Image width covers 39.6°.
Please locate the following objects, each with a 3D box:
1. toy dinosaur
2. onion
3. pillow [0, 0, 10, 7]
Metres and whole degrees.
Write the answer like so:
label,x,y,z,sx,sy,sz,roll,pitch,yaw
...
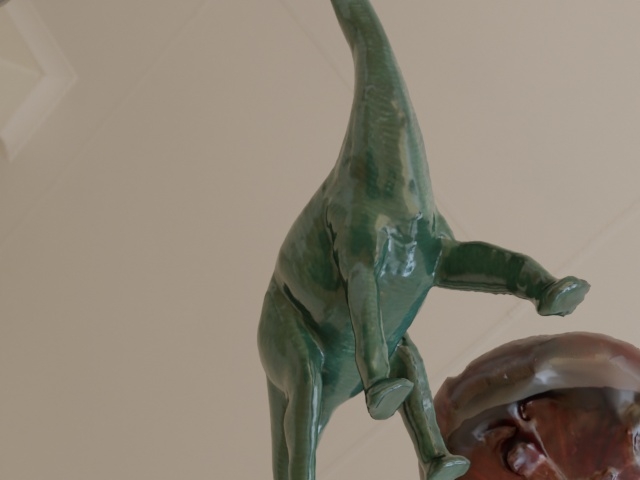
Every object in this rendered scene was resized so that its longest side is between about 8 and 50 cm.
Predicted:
label,x,y,z,sx,sy,sz,roll,pitch,yaw
toy dinosaur,0.000,0.000,0.608,0.383,0.129,0.331,-60,-138,37
onion,0.220,0.209,0.816,0.272,0.195,0.272,0,-87,9
pillow,-0.225,-0.072,0.338,0.326,0.228,0.101,-40,-82,25
